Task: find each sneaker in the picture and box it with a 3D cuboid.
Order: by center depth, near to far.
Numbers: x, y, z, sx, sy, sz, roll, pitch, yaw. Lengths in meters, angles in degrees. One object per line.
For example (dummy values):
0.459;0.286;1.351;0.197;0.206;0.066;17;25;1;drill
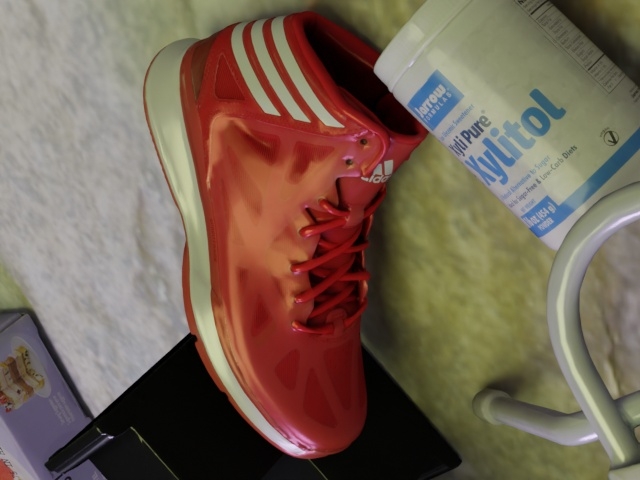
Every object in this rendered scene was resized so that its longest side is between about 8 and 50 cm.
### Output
0.000;0.000;0.549;0.128;0.087;0.221;-11;105;43;sneaker

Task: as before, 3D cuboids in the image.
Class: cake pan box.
-0.263;0.184;0.939;0.246;0.070;0.266;-3;119;43;cake pan box

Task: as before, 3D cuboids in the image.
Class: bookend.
-0.031;0.118;0.628;0.157;0.156;0.072;48;138;-3;bookend

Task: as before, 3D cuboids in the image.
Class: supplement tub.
0.082;-0.055;0.465;0.107;0.071;0.071;44;138;3;supplement tub

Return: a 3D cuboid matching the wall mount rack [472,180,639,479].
0.188;0.138;0.464;0.304;0.130;0.350;-31;86;45;wall mount rack
